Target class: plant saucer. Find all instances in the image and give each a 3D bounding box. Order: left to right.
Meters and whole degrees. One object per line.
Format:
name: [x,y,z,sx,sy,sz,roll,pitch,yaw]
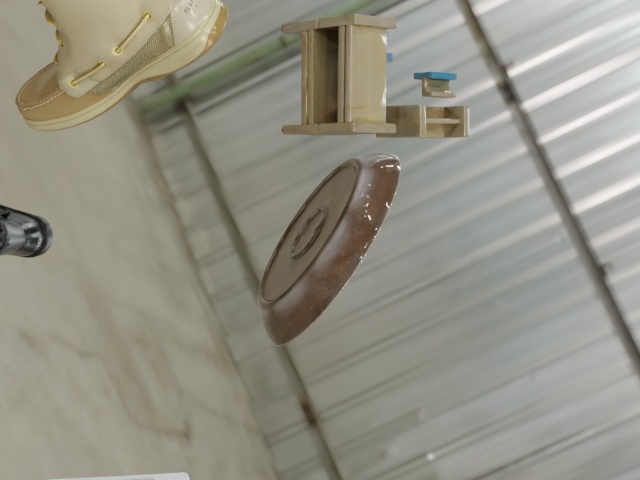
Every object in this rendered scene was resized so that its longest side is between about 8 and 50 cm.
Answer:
plant saucer: [0.000,0.000,1.917,0.050,0.310,0.310,34,16,-14]

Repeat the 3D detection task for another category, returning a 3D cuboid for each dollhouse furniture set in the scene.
dollhouse furniture set: [0.063,-0.183,1.606,0.184,0.129,0.129,-2,93,-41]

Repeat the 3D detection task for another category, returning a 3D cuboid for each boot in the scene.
boot: [-0.543,-0.027,2.079,0.207,0.246,0.094,6,96,-78]
boot: [-0.246,-0.220,1.334,0.203,0.262,0.095,42,43,-34]

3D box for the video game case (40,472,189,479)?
video game case: [-0.260,0.260,1.426,0.173,0.190,0.022,7,73,-44]
